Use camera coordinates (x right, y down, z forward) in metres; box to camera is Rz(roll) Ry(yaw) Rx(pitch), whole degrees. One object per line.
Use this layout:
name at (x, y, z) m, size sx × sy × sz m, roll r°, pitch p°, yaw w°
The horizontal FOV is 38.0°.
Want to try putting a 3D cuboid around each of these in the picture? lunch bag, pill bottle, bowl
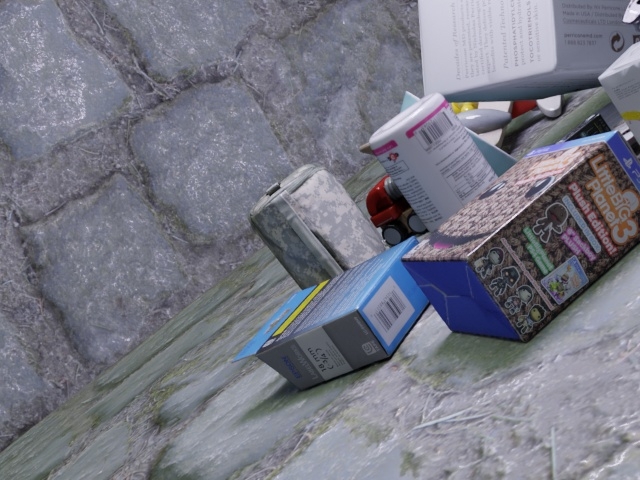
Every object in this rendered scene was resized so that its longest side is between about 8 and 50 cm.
lunch bag at (0.000, 0.000, 1.941) m, size 0.212 × 0.305 × 0.256 m, roll -37°, pitch 5°, yaw 9°
pill bottle at (0.227, -0.110, 1.682) m, size 0.160 × 0.283 × 0.160 m, roll -35°, pitch 9°, yaw 6°
bowl at (0.266, -0.156, 1.897) m, size 0.163 × 0.311 × 0.311 m, roll -59°, pitch 5°, yaw 10°

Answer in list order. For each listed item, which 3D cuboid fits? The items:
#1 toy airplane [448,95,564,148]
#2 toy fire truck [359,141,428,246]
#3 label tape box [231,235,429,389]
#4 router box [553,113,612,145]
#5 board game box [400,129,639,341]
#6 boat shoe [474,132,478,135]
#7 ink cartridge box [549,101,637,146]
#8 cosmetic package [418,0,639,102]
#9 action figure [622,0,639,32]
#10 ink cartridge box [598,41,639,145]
toy airplane at (0.428, -0.381, 2.367) m, size 0.384 × 0.272 × 0.386 m, roll -46°, pitch 26°, yaw -5°
toy fire truck at (0.174, -0.128, 2.097) m, size 0.217 × 0.246 × 0.158 m, roll -28°, pitch 11°, yaw 41°
label tape box at (0.031, 0.146, 1.664) m, size 0.333 × 0.106 × 0.240 m, roll -28°, pitch 12°, yaw 42°
router box at (0.441, -0.128, 1.495) m, size 0.092 × 0.122 × 0.038 m, roll -36°, pitch 4°, yaw -10°
board game box at (0.299, -0.005, 1.328) m, size 0.291 × 0.141 × 0.232 m, roll -38°, pitch 9°, yaw -15°
boat shoe at (0.321, -0.172, 2.201) m, size 0.121 × 0.119 × 0.335 m, roll -27°, pitch 1°, yaw -6°
ink cartridge box at (0.541, -0.191, 1.664) m, size 0.275 × 0.060 × 0.239 m, roll -36°, pitch 15°, yaw -3°
cosmetic package at (0.431, -0.456, 1.799) m, size 0.329 × 0.328 × 0.393 m, roll -6°, pitch 3°, yaw -28°
action figure at (0.620, -0.332, 1.562) m, size 0.185 × 0.285 × 0.099 m, roll 16°, pitch 79°, yaw 45°
ink cartridge box at (0.550, -0.231, 1.446) m, size 0.128 × 0.176 × 0.127 m, roll -42°, pitch 11°, yaw -34°
